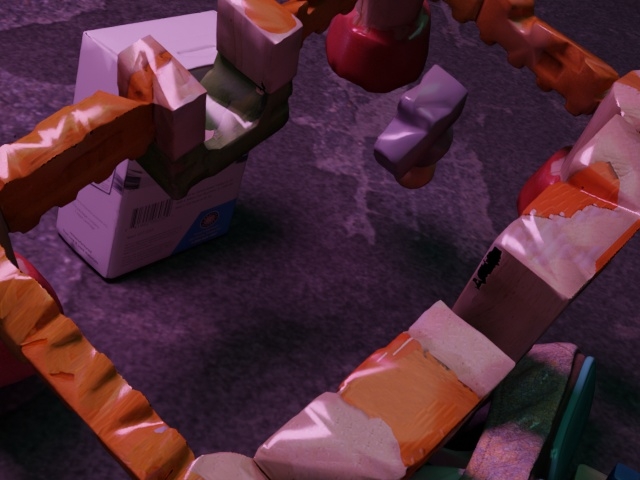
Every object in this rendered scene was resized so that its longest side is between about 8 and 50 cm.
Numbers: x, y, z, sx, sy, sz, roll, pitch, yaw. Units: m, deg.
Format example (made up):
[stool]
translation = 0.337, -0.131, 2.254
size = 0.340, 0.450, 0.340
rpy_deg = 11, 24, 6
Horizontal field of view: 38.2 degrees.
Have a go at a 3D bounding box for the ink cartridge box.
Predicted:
[ink cartridge box]
translation = -0.129, -0.080, 0.761
size = 0.082, 0.191, 0.139
rpy_deg = 37, 38, 26

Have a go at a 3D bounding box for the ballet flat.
[ballet flat]
translation = 0.113, 0.171, 0.639
size = 0.106, 0.107, 0.316
rpy_deg = 9, 26, 22

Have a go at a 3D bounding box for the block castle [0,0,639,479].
[block castle]
translation = 0.000, 0.000, 0.618
size = 0.303, 0.213, 0.453
rpy_deg = 43, 64, 15

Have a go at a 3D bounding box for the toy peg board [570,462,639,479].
[toy peg board]
translation = 0.247, 0.225, 0.625
size = 0.161, 0.079, 0.160
rpy_deg = 27, 37, 10
